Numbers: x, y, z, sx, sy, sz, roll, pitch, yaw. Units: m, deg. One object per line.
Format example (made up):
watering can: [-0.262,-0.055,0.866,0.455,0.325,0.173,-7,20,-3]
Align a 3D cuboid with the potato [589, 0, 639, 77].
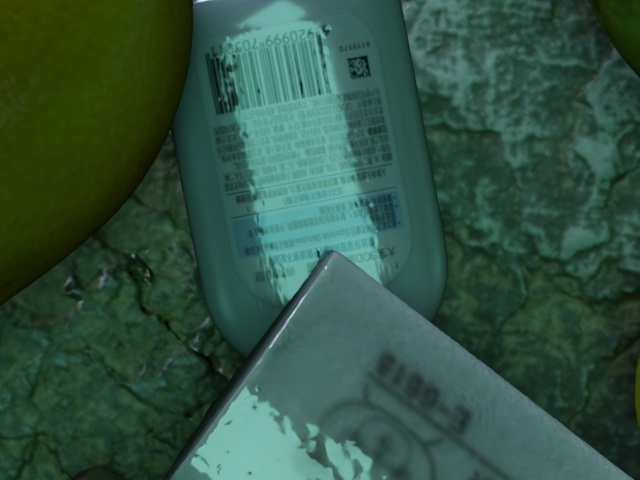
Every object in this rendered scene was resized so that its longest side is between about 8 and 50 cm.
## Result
potato: [0.272,-0.184,1.095,0.216,0.216,0.304,-41,103,-1]

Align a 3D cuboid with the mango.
mango: [-0.278,-0.084,1.058,0.446,0.232,0.300,-28,86,-5]

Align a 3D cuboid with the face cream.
face cream: [0.000,0.000,1.146,0.163,0.080,0.336,-11,92,-2]

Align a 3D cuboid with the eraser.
eraser: [0.062,0.156,1.064,0.270,0.095,0.174,38,73,-5]

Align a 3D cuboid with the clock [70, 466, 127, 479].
clock: [-0.150,0.263,1.101,0.100,0.194,0.195,33,96,-36]

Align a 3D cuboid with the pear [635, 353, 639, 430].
pear: [0.308,0.077,1.099,0.212,0.212,0.269,47,55,-3]
